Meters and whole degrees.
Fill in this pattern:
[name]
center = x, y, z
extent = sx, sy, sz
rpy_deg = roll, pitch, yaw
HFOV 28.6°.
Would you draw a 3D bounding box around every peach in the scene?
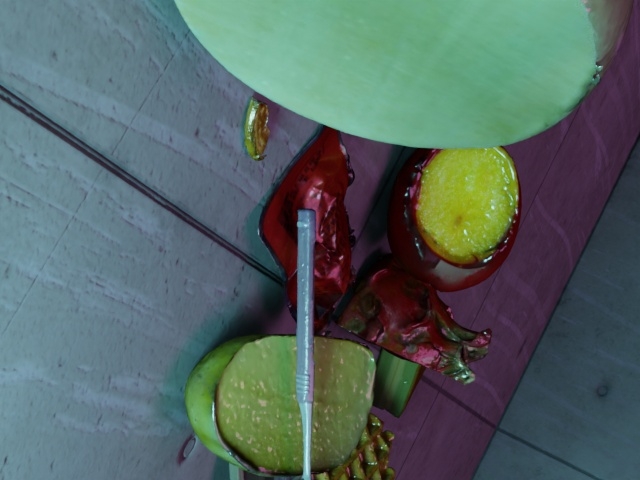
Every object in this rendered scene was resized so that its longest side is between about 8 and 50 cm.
[peach]
center = 0.185, -0.044, 1.721
extent = 0.196, 0.190, 0.226
rpy_deg = -30, 149, -38

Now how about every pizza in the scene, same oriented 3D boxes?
[pizza]
center = -0.063, -0.110, 1.244
extent = 0.037, 0.016, 0.083
rpy_deg = -50, 152, -35

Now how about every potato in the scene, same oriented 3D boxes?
[potato]
center = -0.060, 0.181, 1.432
extent = 0.271, 0.111, 0.160
rpy_deg = 5, 89, -50

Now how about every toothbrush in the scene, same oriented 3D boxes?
[toothbrush]
center = -0.021, 0.142, 1.377
extent = 0.029, 0.024, 0.354
rpy_deg = 0, 92, -37

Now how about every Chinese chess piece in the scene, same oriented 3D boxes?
[Chinese chess piece]
center = 0.058, -0.209, 0.931
extent = 0.349, 0.349, 0.146
rpy_deg = 74, 30, -63

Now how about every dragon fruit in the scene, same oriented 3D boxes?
[dragon fruit]
center = 0.157, 0.119, 1.845
extent = 0.134, 0.211, 0.262
rpy_deg = -58, 167, 2

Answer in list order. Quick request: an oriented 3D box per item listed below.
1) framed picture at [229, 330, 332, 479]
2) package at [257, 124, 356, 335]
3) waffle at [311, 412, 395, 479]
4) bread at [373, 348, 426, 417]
[framed picture]
center = -0.051, 0.254, 1.670
extent = 0.260, 0.023, 0.189
rpy_deg = -36, 131, -54
[package]
center = 0.000, 0.000, 1.475
extent = 0.269, 0.071, 0.194
rpy_deg = 83, 23, -51
[waffle]
center = 0.031, 0.369, 1.884
extent = 0.300, 0.058, 0.282
rpy_deg = 3, 82, -59
[bread]
center = 0.125, 0.216, 2.066
extent = 0.139, 0.074, 0.084
rpy_deg = -62, 161, -4
